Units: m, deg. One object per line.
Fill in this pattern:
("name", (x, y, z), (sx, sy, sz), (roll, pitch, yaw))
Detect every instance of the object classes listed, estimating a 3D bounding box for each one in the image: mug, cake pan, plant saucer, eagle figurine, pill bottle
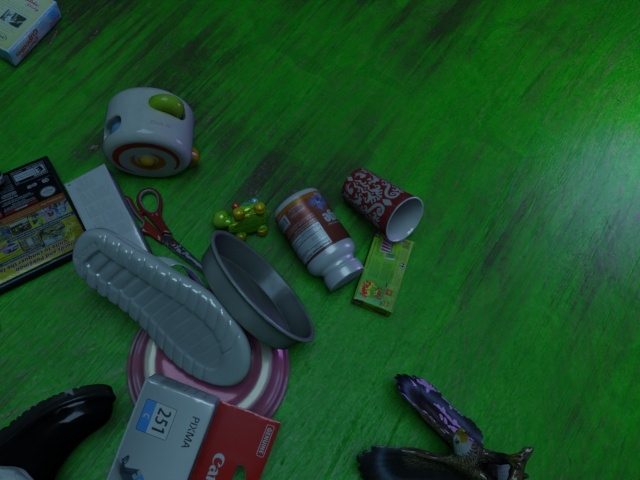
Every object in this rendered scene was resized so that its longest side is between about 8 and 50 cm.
("mug", (0.137, -0.075, 1.398), (0.113, 0.150, 0.169), (-36, 51, -19))
("cake pan", (-0.129, 0.104, 1.220), (0.054, 0.293, 0.293), (-42, 78, 10))
("plant saucer", (-0.225, 0.249, 1.233), (0.332, 0.084, 0.332), (3, 67, -7))
("eagle figurine", (0.256, 0.418, 1.206), (0.298, 0.225, 0.226), (14, 18, 29))
("pill bottle", (0.000, 0.000, 1.348), (0.121, 0.121, 0.216), (-30, 76, -18))

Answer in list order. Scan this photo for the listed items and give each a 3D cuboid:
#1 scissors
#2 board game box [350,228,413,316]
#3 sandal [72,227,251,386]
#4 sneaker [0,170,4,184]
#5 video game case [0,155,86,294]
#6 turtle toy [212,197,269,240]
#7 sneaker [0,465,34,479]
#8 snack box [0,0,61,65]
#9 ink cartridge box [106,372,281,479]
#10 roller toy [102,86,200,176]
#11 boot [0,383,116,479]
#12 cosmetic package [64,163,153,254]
("scissors", (-0.347, 0.005, 1.353), (0.109, 0.021, 0.297), (-33, 77, -20))
("board game box", (0.141, 0.072, 1.382), (0.092, 0.043, 0.181), (20, 66, 1))
("sandal", (-0.287, 0.108, 1.175), (0.416, 0.169, 0.102), (40, 25, 2))
("sneaker", (-0.797, -0.137, 1.278), (0.228, 0.086, 0.132), (19, 56, 18))
("video game case", (-0.666, -0.026, 1.307), (0.274, 0.035, 0.248), (-29, 74, -19))
("turtle toy", (-0.177, -0.052, 1.366), (0.130, 0.095, 0.066), (-15, 49, -15))
("sneaker", (-0.574, 0.394, 0.979), (0.232, 0.115, 0.090), (13, 70, 10))
("snack box", (-0.833, -0.578, 1.493), (0.322, 0.060, 0.187), (28, 67, 4))
("ink cartridge box", (-0.245, 0.430, 1.112), (0.261, 0.066, 0.296), (20, 88, 1))
("roller toy", (-0.379, -0.229, 1.349), (0.191, 0.209, 0.146), (-3, 69, 4))
("boot", (-0.483, 0.446, 1.084), (0.348, 0.131, 0.260), (-33, 69, -8))
("cosmetic package", (-0.453, -0.038, 1.315), (0.098, 0.060, 0.239), (-28, 77, -7))
